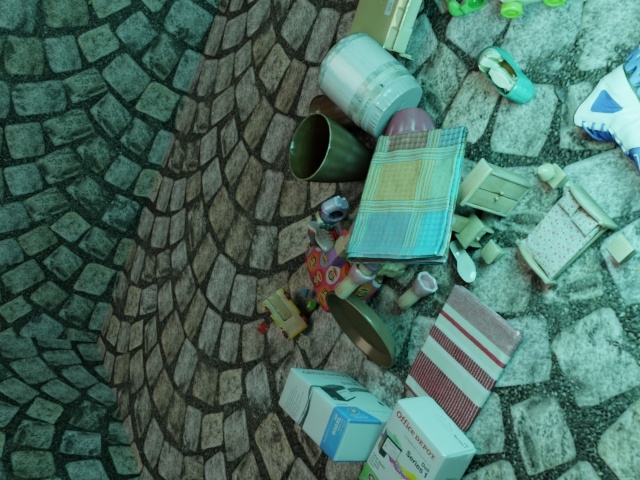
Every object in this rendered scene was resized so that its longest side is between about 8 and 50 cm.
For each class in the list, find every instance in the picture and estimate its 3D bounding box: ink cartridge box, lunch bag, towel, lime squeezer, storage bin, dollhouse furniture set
[{"bbox_3d":[0.238,0.566,1.601,0.201,0.117,0.278,46,122,46],"label":"ink cartridge box"},{"bbox_3d":[0.083,0.066,1.992,0.258,0.120,0.293,-48,43,28],"label":"lunch bag"},{"bbox_3d":[0.057,0.490,1.801,0.307,0.223,0.129,28,102,53],"label":"ink cartridge box"},{"bbox_3d":[0.213,-0.114,1.568,0.271,0.040,0.371,-1,63,36],"label":"towel"},{"bbox_3d":[0.357,0.309,1.615,0.237,0.037,0.329,45,117,47],"label":"towel"},{"bbox_3d":[0.433,-0.694,1.810,0.110,0.059,0.310,-51,30,-19],"label":"lime squeezer"},{"bbox_3d":[0.233,-0.736,1.995,0.260,0.123,0.263,43,120,49],"label":"storage bin"},{"bbox_3d":[0.463,-0.007,1.446,0.303,0.173,0.356,-55,42,29],"label":"dollhouse furniture set"}]

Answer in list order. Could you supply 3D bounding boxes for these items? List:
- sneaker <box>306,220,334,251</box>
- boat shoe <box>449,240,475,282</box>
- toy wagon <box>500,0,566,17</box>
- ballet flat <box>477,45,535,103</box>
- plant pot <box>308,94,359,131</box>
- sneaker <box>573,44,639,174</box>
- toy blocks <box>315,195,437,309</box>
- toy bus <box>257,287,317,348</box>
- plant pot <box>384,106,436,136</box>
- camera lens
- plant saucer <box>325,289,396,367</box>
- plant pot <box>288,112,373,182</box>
[{"bbox_3d":[0.000,0.000,1.994,0.158,0.061,0.065,-120,32,-52],"label":"sneaker"},{"bbox_3d":[0.372,0.060,1.663,0.046,0.038,0.125,-22,59,0],"label":"boat shoe"},{"bbox_3d":[0.579,-0.710,1.574,0.344,0.068,0.268,2,82,46],"label":"toy wagon"},{"bbox_3d":[0.464,-0.446,1.648,0.083,0.087,0.247,-55,41,29],"label":"ballet flat"},{"bbox_3d":[0.075,-0.425,2.120,0.165,0.166,0.167,-7,74,43],"label":"plant pot"},{"bbox_3d":[0.643,-0.237,1.330,0.182,0.127,0.316,-32,49,49],"label":"sneaker"},{"bbox_3d":[0.185,-0.012,1.734,0.260,0.288,0.309,-49,42,39],"label":"toy blocks"},{"bbox_3d":[-0.109,0.262,2.195,0.104,0.190,0.202,52,-134,-80],"label":"toy bus"},{"bbox_3d":[0.259,-0.271,1.802,0.201,0.201,0.180,-34,39,43],"label":"plant pot"},{"bbox_3d":[0.142,-0.471,1.910,0.274,0.219,0.219,47,121,17],"label":"camera lens"},{"bbox_3d":[0.120,0.246,1.811,0.041,0.278,0.277,-39,32,-19],"label":"plant saucer"},{"bbox_3d":[0.052,-0.271,2.030,0.215,0.230,0.216,-20,64,49],"label":"plant pot"}]
